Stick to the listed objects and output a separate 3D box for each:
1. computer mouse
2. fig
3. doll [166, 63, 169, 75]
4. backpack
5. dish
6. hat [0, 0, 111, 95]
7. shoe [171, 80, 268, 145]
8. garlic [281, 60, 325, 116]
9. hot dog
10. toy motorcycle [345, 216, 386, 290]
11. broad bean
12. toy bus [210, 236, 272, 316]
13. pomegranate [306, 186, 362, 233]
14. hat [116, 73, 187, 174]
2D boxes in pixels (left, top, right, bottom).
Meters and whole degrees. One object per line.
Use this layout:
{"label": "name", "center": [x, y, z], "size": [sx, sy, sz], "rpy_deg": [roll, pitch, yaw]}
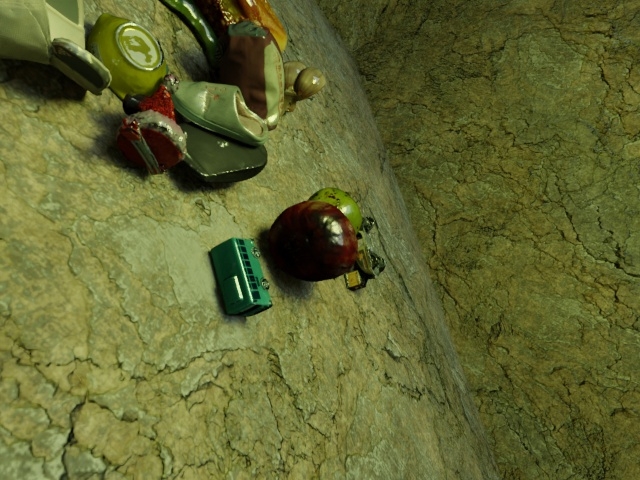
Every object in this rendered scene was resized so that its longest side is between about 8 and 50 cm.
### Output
{"label": "computer mouse", "center": [-0.247, -0.206, 0.972], "size": [0.168, 0.087, 0.295], "rpy_deg": [50, 35, 7]}
{"label": "fig", "center": [-0.006, 0.005, 1.083], "size": [0.263, 0.224, 0.224], "rpy_deg": [24, 45, -40]}
{"label": "doll", "center": [-0.382, -0.384, 0.915], "size": [0.076, 0.050, 0.083], "rpy_deg": [53, 28, -16]}
{"label": "backpack", "center": [-0.202, -0.490, 1.177], "size": [0.317, 0.197, 0.284], "rpy_deg": [-97, -169, -53]}
{"label": "dish", "center": [-0.374, -0.370, 0.820], "size": [0.149, 0.080, 0.208], "rpy_deg": [-40, 109, -40]}
{"label": "hat", "center": [-0.448, -0.346, 0.635], "size": [0.275, 0.160, 0.232], "rpy_deg": [69, 1, -76]}
{"label": "shoe", "center": [-0.223, -0.310, 0.943], "size": [0.250, 0.100, 0.103], "rpy_deg": [22, 41, -28]}
{"label": "garlic", "center": [-0.097, -0.585, 1.502], "size": [0.160, 0.214, 0.191], "rpy_deg": [44, 41, -21]}
{"label": "hot dog", "center": [-0.282, -0.761, 1.310], "size": [0.405, 0.185, 0.223], "rpy_deg": [56, 24, -20]}
{"label": "toy motorcycle", "center": [0.144, 0.035, 1.473], "size": [0.091, 0.157, 0.263], "rpy_deg": [33, 41, -54]}
{"label": "broad bean", "center": [-0.362, -0.610, 1.169], "size": [0.292, 0.049, 0.144], "rpy_deg": [57, 29, -20]}
{"label": "toy bus", "center": [-0.170, 0.080, 0.868], "size": [0.091, 0.079, 0.160], "rpy_deg": [11, 57, -62]}
{"label": "pomegranate", "center": [0.034, -0.044, 1.287], "size": [0.198, 0.198, 0.246], "rpy_deg": [23, 60, -57]}
{"label": "hat", "center": [-0.318, -0.246, 0.783], "size": [0.140, 0.128, 0.228], "rpy_deg": [49, 35, -53]}
